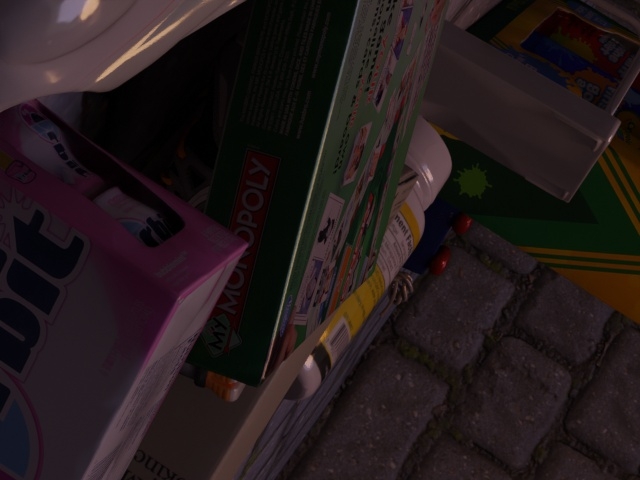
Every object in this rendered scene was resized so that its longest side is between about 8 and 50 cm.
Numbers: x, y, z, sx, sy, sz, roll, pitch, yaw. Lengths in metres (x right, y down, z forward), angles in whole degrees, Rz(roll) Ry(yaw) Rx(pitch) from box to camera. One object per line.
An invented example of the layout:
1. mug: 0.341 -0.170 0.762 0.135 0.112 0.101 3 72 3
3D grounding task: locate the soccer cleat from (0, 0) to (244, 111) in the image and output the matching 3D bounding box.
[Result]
1. soccer cleat: -0.057 -0.095 0.492 0.196 0.068 0.076 -35 163 -53

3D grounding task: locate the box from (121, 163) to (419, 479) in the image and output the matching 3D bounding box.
1. box: -0.061 0.048 0.889 0.275 0.113 0.094 -60 172 14

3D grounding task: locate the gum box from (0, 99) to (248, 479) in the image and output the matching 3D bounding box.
1. gum box: -0.115 0.046 0.517 0.188 0.107 0.062 -60 172 24

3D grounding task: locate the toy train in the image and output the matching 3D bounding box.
1. toy train: 0.132 -0.022 1.977 0.248 0.105 0.143 116 -3 -46

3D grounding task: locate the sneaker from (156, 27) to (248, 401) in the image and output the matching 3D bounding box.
1. sneaker: -0.061 -0.012 0.766 0.084 0.083 0.215 -52 158 -58

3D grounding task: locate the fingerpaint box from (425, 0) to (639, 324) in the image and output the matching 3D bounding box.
1. fingerpaint box: 0.327 -0.121 1.718 0.163 0.371 0.445 -61 171 28

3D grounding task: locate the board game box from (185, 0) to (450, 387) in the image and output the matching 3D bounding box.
1. board game box: 0.021 -0.111 0.675 0.213 0.046 0.317 -38 144 -72

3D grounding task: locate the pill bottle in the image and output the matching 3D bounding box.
1. pill bottle: 0.000 0.000 1.047 0.208 0.119 0.119 -54 172 -24

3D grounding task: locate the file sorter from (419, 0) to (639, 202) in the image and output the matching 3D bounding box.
1. file sorter: 0.168 -0.170 1.158 0.173 0.193 0.278 -59 173 -4
